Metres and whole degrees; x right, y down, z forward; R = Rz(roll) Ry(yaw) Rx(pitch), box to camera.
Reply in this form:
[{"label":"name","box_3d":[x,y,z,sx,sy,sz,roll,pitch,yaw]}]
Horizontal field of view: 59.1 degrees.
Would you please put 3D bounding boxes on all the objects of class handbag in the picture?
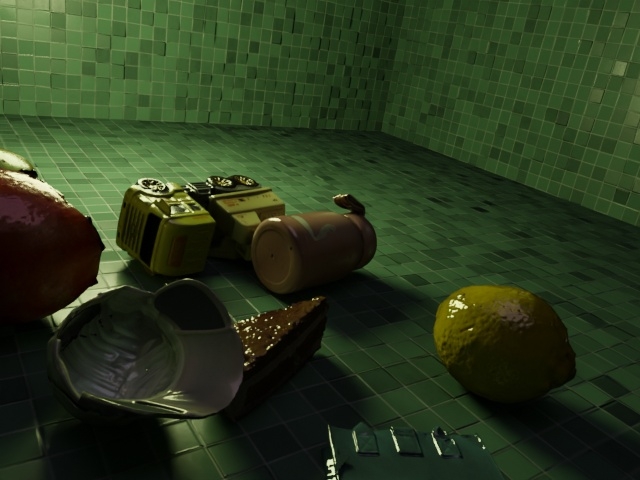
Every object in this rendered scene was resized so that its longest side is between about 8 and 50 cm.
[{"label":"handbag","box_3d":[0.123,0.314,0.751,0.229,0.062,0.179,6,18,-9]}]

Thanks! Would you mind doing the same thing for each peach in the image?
[{"label":"peach","box_3d":[-0.541,0.008,0.961,0.338,0.281,0.281,-1,23,-16]}]

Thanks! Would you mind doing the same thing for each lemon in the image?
[{"label":"lemon","box_3d":[0.316,0.178,0.993,0.260,0.204,0.204,22,24,34]}]

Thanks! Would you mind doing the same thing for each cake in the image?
[{"label":"cake","box_3d":[-0.083,0.176,0.935,0.112,0.116,0.295,22,24,29]}]

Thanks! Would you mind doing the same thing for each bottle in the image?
[{"label":"bottle","box_3d":[0.000,0.000,1.313,0.296,0.207,0.173,-10,5,-43]}]

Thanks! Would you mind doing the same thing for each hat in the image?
[{"label":"hat","box_3d":[-0.239,0.173,0.788,0.274,0.161,0.232,6,43,16]}]

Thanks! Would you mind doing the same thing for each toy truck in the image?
[{"label":"toy truck","box_3d":[-0.255,-0.035,1.337,0.254,0.181,0.405,33,27,32]}]

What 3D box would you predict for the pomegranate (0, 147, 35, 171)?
[{"label":"pomegranate","box_3d":[-0.736,-0.113,1.299,0.245,0.198,0.198,23,24,26]}]
